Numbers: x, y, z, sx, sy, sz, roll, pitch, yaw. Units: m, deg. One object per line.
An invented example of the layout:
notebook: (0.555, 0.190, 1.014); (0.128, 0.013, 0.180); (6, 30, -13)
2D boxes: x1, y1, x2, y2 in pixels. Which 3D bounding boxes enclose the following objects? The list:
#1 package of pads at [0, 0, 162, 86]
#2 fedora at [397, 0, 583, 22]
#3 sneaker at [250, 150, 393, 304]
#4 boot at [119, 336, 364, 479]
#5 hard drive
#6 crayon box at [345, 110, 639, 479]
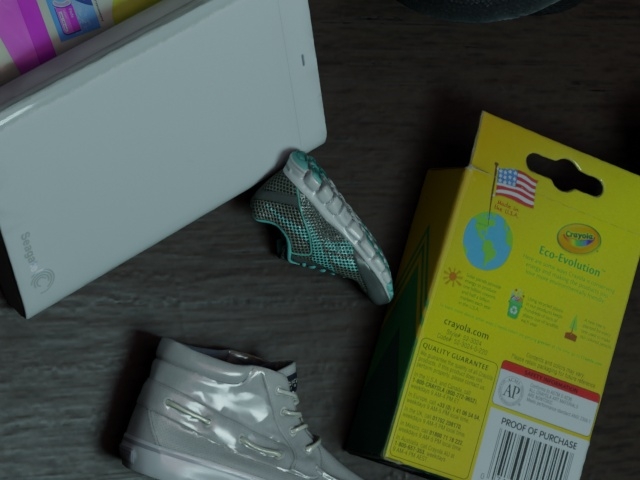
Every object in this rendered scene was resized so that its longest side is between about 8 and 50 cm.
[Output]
package of pads: (-0.218, -0.285, 1.548); (0.229, 0.101, 0.296); (-24, 99, -24)
fedora: (0.184, -0.319, 1.689); (0.152, 0.334, 0.334); (38, 70, -55)
sneaker: (0.000, 0.000, 1.674); (0.076, 0.065, 0.166); (-34, 116, 8)
boot: (-0.032, 0.163, 1.625); (0.258, 0.095, 0.123); (19, 88, -23)
hard drive: (-0.136, -0.089, 1.559); (0.307, 0.040, 0.203); (-32, 138, -23)
crayon box: (0.166, 0.067, 1.730); (0.202, 0.081, 0.318); (21, 80, -23)
